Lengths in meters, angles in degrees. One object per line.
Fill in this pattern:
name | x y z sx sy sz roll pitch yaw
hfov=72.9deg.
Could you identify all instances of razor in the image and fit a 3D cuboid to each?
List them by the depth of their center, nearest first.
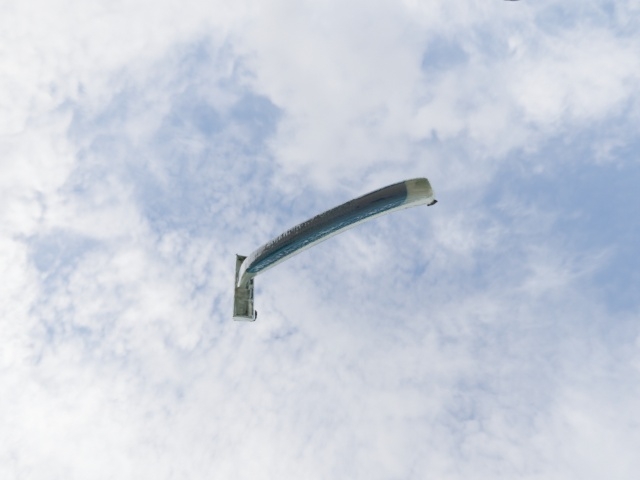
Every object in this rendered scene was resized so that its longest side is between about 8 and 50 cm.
razor | -0.003 -0.002 0.340 0.191 0.037 0.068 -28 -134 24
